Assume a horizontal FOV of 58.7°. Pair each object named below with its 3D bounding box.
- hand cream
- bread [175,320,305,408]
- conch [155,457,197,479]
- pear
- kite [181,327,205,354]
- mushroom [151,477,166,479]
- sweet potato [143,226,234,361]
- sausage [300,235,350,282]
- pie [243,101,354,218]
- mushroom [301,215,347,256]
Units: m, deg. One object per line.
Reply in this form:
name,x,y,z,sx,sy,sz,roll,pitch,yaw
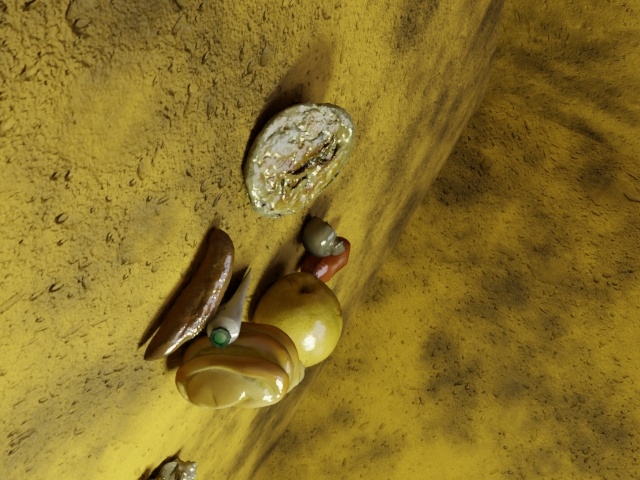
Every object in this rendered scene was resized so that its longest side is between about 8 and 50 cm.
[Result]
hand cream,-0.229,0.176,1.470,0.121,0.076,0.336,-55,-171,15
bread,-0.220,0.321,1.483,0.270,0.315,0.212,3,81,-72
conch,-0.494,0.803,1.820,0.245,0.163,0.178,-42,125,-9
pear,-0.073,0.255,1.831,0.314,0.314,0.314,-53,163,-25
kite,-0.339,0.240,1.482,0.139,0.011,0.156,-68,164,14
mushroom,-0.567,0.886,1.670,0.397,0.126,0.177,-61,150,4
sweet potato,-0.287,0.139,1.322,0.114,0.092,0.342,34,85,-49
sausage,0.021,0.067,2.073,0.258,0.133,0.133,-38,153,-46
pie,-0.052,-0.186,1.371,0.339,0.077,0.339,-30,147,-22
mushroom,0.000,0.000,1.882,0.117,0.141,0.188,-38,160,1
